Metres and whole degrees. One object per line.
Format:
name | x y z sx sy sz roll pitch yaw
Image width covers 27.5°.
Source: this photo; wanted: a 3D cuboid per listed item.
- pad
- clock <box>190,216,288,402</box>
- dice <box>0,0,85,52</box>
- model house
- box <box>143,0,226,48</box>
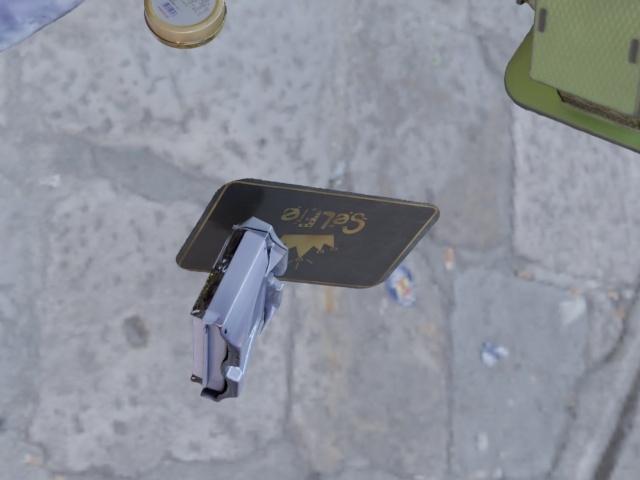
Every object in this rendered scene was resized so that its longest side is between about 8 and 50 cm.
pad | 0.000 -0.001 1.977 0.375 0.315 0.063 6 52 -26
clock | -0.118 0.105 1.868 0.253 0.083 0.186 99 13 -59
dice | -0.372 -0.357 1.307 0.270 0.270 0.271 -32 129 -6
model house | 0.261 -0.239 1.159 0.205 0.218 0.278 -56 148 -13
box | -0.171 -0.294 1.658 0.037 0.105 0.105 92 11 -63
